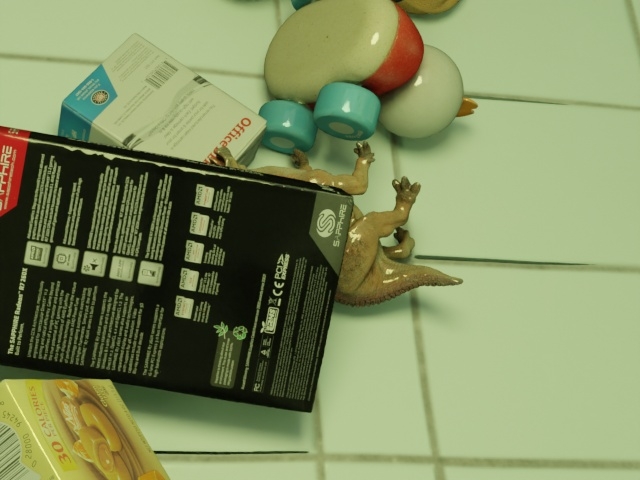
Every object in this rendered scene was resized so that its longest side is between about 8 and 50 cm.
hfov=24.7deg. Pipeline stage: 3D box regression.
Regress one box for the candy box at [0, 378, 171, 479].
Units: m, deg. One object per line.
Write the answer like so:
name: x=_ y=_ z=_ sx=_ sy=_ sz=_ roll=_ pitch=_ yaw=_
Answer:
candy box: x=-0.188 y=0.275 z=1.320 sx=0.316 sy=0.087 sz=0.183 roll=57 pitch=17 yaw=18

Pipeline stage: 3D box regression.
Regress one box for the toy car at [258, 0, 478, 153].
toy car: x=0.076 y=-0.185 z=1.730 sx=0.238 sy=0.210 sz=0.219 roll=28 pitch=67 yaw=-35

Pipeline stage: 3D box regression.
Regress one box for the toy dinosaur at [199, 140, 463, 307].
toy dinosaur: x=0.000 y=0.000 z=1.599 sx=0.296 sy=0.127 sz=0.200 roll=40 pitch=59 yaw=1

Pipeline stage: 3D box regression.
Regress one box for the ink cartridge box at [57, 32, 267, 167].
ink cartridge box: x=-0.178 y=-0.123 z=1.647 sx=0.191 sy=0.082 sz=0.139 roll=35 pitch=56 yaw=6

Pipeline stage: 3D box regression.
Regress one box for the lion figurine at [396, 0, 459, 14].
lion figurine: x=0.060 y=-0.373 z=1.845 sx=0.392 sy=0.142 sz=0.240 roll=17 pitch=62 yaw=-10

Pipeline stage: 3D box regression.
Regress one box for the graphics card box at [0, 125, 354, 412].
graphics card box: x=-0.168 y=0.029 z=1.474 sx=0.371 sy=0.094 sz=0.232 roll=9 pitch=96 yaw=-9
